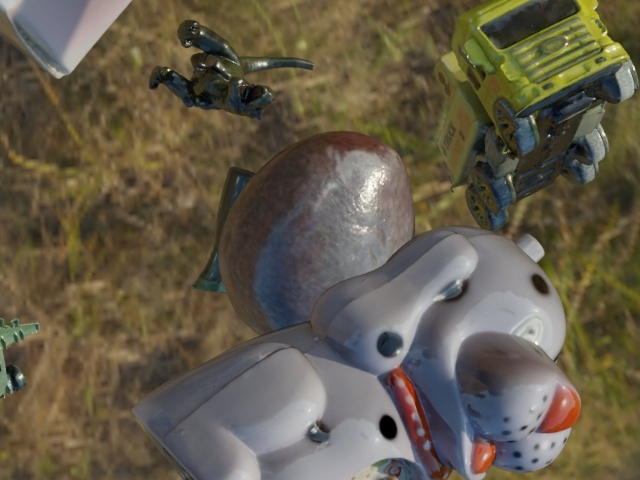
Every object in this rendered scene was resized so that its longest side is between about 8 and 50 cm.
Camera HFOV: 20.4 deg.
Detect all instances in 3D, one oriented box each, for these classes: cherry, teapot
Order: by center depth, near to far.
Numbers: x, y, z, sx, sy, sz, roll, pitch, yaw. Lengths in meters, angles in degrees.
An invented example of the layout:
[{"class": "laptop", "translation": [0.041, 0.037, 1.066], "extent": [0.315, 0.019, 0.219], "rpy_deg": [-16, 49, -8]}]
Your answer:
[{"class": "cherry", "translation": [-0.002, -0.001, 1.361], "extent": [0.176, 0.140, 0.176], "rpy_deg": [-32, 133, -43]}, {"class": "teapot", "translation": [-0.077, -0.006, 1.533], "extent": [0.043, 0.043, 0.110], "rpy_deg": [18, 97, -25]}]

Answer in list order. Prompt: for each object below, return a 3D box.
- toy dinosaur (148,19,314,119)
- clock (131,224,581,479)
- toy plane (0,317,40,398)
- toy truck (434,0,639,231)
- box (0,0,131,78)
[{"class": "toy dinosaur", "translation": [-0.075, -0.145, 1.787], "extent": [0.179, 0.187, 0.087], "rpy_deg": [25, 111, -31]}, {"class": "clock", "translation": [0.041, 0.091, 1.033], "extent": [0.254, 0.189, 0.189], "rpy_deg": [-36, 129, -8]}, {"class": "toy plane", "translation": [-0.156, 0.056, 0.811], "extent": [0.080, 0.033, 0.083], "rpy_deg": [-36, 154, -30]}, {"class": "toy truck", "translation": [0.168, -0.126, 1.536], "extent": [0.124, 0.157, 0.272], "rpy_deg": [-28, 164, -12]}, {"class": "box", "translation": [-0.107, -0.226, 0.712], "extent": [0.251, 0.203, 0.106], "rpy_deg": [-50, 170, -5]}]
